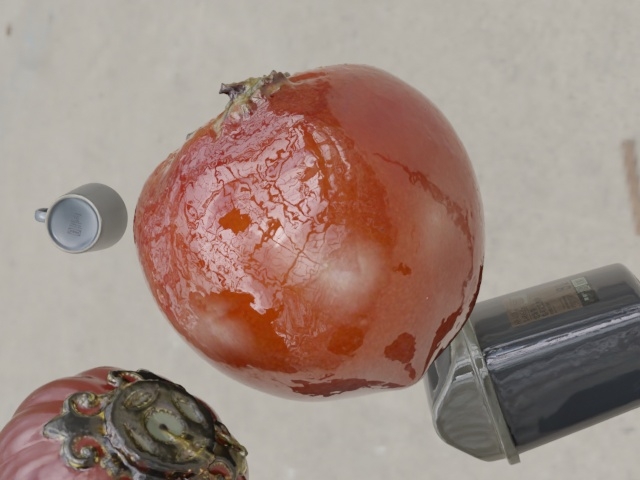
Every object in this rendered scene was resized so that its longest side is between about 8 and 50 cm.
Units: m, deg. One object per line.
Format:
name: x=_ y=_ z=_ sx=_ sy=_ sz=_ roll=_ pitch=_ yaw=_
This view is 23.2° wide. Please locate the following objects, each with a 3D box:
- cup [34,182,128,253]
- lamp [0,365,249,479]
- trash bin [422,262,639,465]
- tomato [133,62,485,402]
cup: x=-0.277 y=-0.024 z=1.760 sx=0.100 sy=0.077 sz=0.078 roll=4 pitch=98 yaw=11
lamp: x=-0.168 y=0.214 z=1.299 sx=0.227 sy=0.227 sz=0.226 roll=-8 pitch=80 yaw=54
trash bin: x=0.267 y=0.148 z=1.899 sx=0.209 sy=0.290 sz=0.182 roll=-95 pitch=-15 yaw=-73
tomato: x=0.000 y=0.000 z=1.414 sx=0.321 sy=0.321 sz=0.321 roll=-8 pitch=80 yaw=54
